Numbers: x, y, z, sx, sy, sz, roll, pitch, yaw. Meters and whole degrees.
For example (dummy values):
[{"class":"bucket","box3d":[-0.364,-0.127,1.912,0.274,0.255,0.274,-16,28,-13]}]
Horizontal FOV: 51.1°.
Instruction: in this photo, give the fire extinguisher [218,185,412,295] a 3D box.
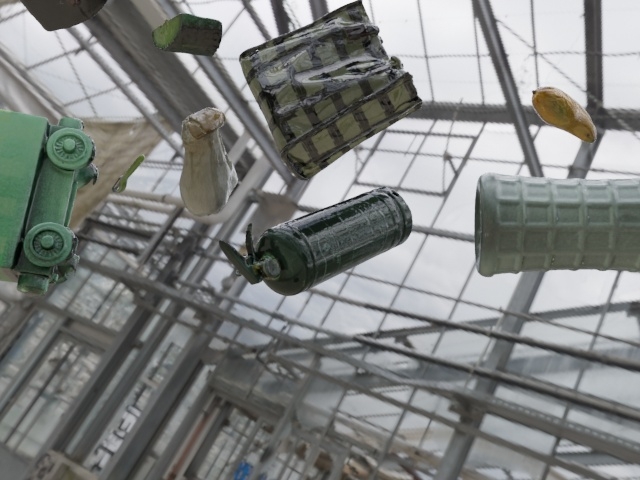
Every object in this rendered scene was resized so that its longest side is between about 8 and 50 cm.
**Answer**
[{"class":"fire extinguisher","box3d":[0.000,0.000,0.918,0.095,0.311,0.114,-11,-80,46]}]

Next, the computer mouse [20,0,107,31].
[{"class":"computer mouse","box3d":[-0.521,-0.532,1.259,0.269,0.170,0.100,57,4,-40]}]

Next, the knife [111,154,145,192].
[{"class":"knife","box3d":[-0.426,-0.142,1.481,0.026,0.022,0.184,42,-41,-12]}]

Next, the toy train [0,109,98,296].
[{"class":"toy train","box3d":[-0.459,-0.066,1.033,0.202,0.301,0.120,10,-20,-11]}]

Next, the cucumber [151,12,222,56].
[{"class":"cucumber","box3d":[-0.273,-0.420,1.389,0.115,0.062,0.116,-4,-1,-36]}]

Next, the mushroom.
[{"class":"mushroom","box3d":[-0.201,-0.129,1.149,0.093,0.116,0.225,24,-29,22]}]

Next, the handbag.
[{"class":"handbag","box3d":[0.016,-0.347,1.498,0.325,0.327,0.162,66,9,30]}]

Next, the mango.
[{"class":"mango","box3d":[0.546,-0.287,1.503,0.190,0.098,0.075,26,-45,-20]}]

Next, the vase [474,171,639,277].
[{"class":"vase","box3d":[0.314,-0.014,0.694,0.298,0.143,0.143,1,-29,9]}]
